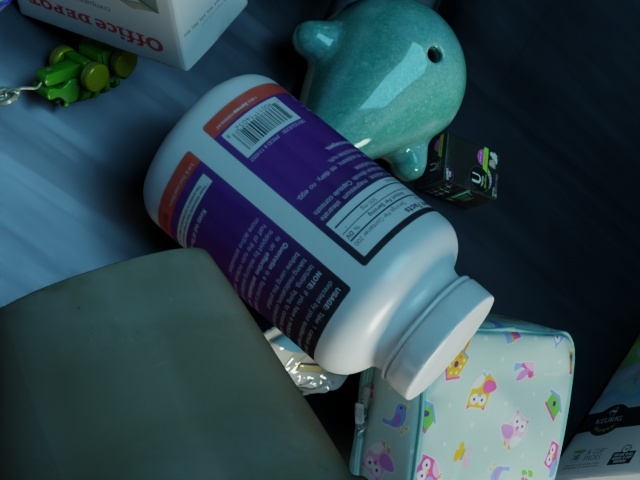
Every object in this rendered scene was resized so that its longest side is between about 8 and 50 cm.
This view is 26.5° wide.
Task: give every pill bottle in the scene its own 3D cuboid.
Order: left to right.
[{"bbox_3d":[0.000,0.000,1.281,0.323,0.181,0.181,40,52,15],"label":"pill bottle"}]

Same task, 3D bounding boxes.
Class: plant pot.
[{"bbox_3d":[-0.137,0.166,1.081,0.323,0.323,0.280,-15,83,-38],"label":"plant pot"}]

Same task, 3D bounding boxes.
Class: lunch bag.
[{"bbox_3d":[0.148,0.189,1.436,0.279,0.108,0.224,5,95,-45],"label":"lunch bag"}]

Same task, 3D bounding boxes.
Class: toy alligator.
[{"bbox_3d":[-0.237,-0.153,1.303,0.190,0.056,0.051,-35,141,-37],"label":"toy alligator"}]

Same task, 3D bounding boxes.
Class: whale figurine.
[{"bbox_3d":[0.055,-0.153,1.461,0.216,0.141,0.272,52,55,-16],"label":"whale figurine"}]

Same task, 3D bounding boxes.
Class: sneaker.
[{"bbox_3d":[-0.026,0.117,1.374,0.229,0.087,0.092,-20,94,-36],"label":"sneaker"}]

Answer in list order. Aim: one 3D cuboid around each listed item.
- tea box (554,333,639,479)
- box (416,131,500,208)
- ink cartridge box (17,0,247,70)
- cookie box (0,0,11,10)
[{"bbox_3d":[0.506,0.236,1.591,0.220,0.329,0.323,53,53,-14],"label":"tea box"},{"bbox_3d":[0.160,-0.081,1.579,0.083,0.052,0.062,19,67,-32],"label":"box"},{"bbox_3d":[-0.187,-0.304,1.200,0.114,0.198,0.273,-55,155,-32],"label":"ink cartridge box"},{"bbox_3d":[-0.340,-0.200,1.207,0.107,0.092,0.040,-33,97,-37],"label":"cookie box"}]
